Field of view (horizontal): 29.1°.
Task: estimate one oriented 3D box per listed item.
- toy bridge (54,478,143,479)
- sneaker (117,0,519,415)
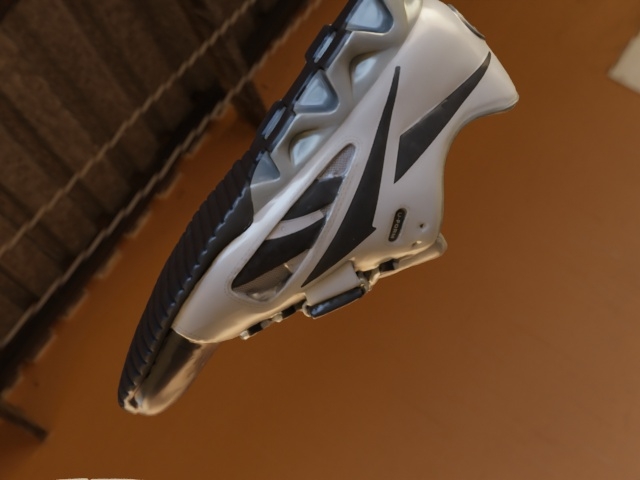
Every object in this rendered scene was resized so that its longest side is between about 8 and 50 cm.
[{"bbox_3d":[-0.067,0.099,0.340,0.026,0.188,0.063,94,175,-67],"label":"toy bridge"},{"bbox_3d":[0.000,0.000,0.778,0.330,0.146,0.122,-53,16,11],"label":"sneaker"}]
